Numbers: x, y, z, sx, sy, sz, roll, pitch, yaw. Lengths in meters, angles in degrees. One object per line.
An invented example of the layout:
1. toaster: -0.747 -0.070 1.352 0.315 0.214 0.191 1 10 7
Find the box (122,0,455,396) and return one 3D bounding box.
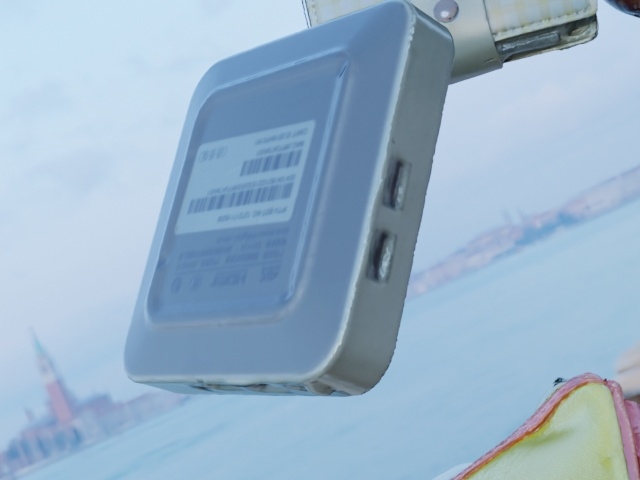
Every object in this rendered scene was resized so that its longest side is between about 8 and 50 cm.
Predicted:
1. box: -0.045 -0.030 1.227 0.090 0.372 0.367 25 -20 -33

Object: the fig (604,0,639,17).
1. fig: 0.267 -0.233 0.962 0.155 0.109 0.103 -41 -32 -36

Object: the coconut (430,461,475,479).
1. coconut: 0.181 0.370 1.422 0.224 0.224 0.224 -24 -4 -2

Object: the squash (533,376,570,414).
1. squash: 0.255 0.205 1.273 0.095 0.094 0.341 -25 3 18

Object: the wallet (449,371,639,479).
1. wallet: 0.026 0.151 0.472 0.241 0.067 0.141 -34 14 19

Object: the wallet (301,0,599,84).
1. wallet: 0.133 -0.280 1.366 0.310 0.223 0.077 -15 -16 17
